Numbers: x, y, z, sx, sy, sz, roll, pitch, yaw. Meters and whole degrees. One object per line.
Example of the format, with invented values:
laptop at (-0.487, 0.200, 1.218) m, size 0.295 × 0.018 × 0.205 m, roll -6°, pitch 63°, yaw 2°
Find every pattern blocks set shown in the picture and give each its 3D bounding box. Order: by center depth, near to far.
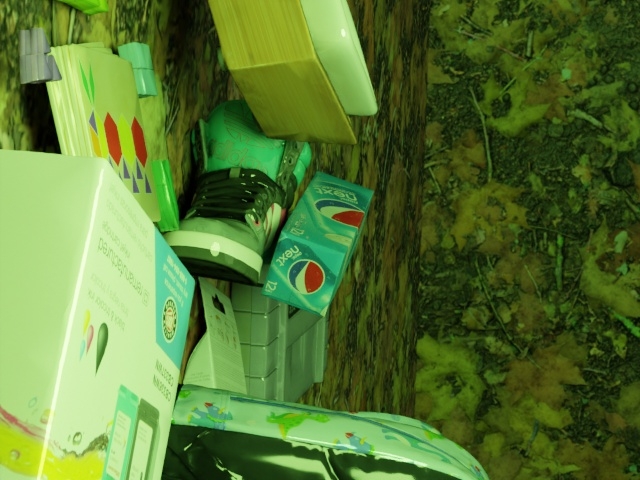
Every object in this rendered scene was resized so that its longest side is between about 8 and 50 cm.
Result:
pattern blocks set at (-0.168, -0.080, 1.307) m, size 0.325 × 0.026 × 0.285 m, roll 32°, pitch 48°, yaw -77°

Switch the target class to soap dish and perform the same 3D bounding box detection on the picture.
soap dish at (-0.047, -0.245, 1.559) m, size 0.229 × 0.118 × 0.291 m, roll 58°, pitch 15°, yaw -72°

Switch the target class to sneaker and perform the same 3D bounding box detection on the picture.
sneaker at (-0.081, -0.049, 1.634) m, size 0.295 × 0.124 × 0.178 m, roll 38°, pitch 62°, yaw -86°

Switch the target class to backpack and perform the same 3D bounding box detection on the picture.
backpack at (-0.004, 0.273, 1.567) m, size 0.273 × 0.355 × 0.290 m, roll -28°, pitch 120°, yaw -78°

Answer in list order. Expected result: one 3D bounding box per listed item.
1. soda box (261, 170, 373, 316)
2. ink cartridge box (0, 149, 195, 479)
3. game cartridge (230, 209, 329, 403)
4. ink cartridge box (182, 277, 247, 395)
soda box at (0.000, 0.000, 1.693) m, size 0.210 × 0.067 × 0.071 m, roll -65°, pitch 173°, yaw -69°
ink cartridge box at (-0.203, 0.109, 0.917) m, size 0.198 × 0.197 × 0.270 m, roll 63°, pitch 33°, yaw -68°
game cartridge at (-0.041, 0.087, 2.065) m, size 0.355 × 0.068 × 0.230 m, roll -35°, pitch 133°, yaw -75°
ink cartridge box at (-0.116, 0.138, 1.801) m, size 0.145 × 0.045 × 0.179 m, roll 49°, pitch 28°, yaw -73°
